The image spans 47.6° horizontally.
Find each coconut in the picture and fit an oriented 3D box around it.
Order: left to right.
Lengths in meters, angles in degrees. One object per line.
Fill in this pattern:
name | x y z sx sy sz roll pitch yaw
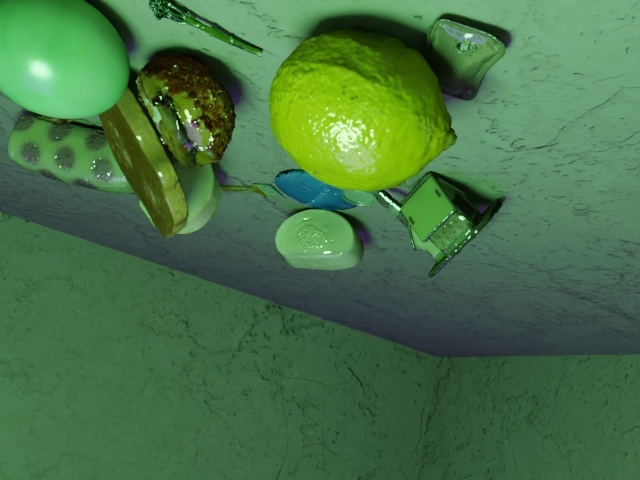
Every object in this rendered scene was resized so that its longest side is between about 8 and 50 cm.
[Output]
coconut | -0.370 -0.132 1.906 0.197 0.236 0.237 11 164 5

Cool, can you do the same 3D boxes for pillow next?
pillow | 0.222 -0.294 1.204 0.130 0.033 0.217 20 164 -2

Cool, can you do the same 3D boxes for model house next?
model house | 0.256 -0.091 1.735 0.279 0.218 0.205 44 -153 3

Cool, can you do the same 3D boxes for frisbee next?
frisbee | -0.009 -0.124 1.953 0.242 0.045 0.242 13 165 4

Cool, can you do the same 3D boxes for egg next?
egg | -0.474 -0.333 1.312 0.220 0.220 0.270 1 170 36

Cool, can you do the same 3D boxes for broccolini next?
broccolini | -0.199 -0.377 1.283 0.218 0.042 0.044 16 -169 -25

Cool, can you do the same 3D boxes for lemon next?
lemon | 0.065 -0.212 1.201 0.322 0.268 0.268 14 165 23

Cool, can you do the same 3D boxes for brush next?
brush | -0.218 -0.147 2.096 0.218 0.010 0.082 5 162 28

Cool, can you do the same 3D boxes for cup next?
cup | 0.094 -0.154 1.592 0.120 0.141 0.120 13 162 4

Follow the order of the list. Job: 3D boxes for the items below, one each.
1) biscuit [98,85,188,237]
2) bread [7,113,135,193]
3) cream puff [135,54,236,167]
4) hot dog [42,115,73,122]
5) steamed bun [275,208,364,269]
biscuit | -0.399 -0.189 1.639 0.365 0.062 0.385 58 160 9
bread | -0.636 -0.221 1.934 0.338 0.155 0.187 12 168 5
cream puff | -0.258 -0.259 1.437 0.164 0.240 0.240 -21 170 -14
hot dog | -0.621 -0.325 1.667 0.146 0.103 0.213 12 165 2
steamed bun | 0.000 0.000 2.157 0.250 0.154 0.200 2 164 17
